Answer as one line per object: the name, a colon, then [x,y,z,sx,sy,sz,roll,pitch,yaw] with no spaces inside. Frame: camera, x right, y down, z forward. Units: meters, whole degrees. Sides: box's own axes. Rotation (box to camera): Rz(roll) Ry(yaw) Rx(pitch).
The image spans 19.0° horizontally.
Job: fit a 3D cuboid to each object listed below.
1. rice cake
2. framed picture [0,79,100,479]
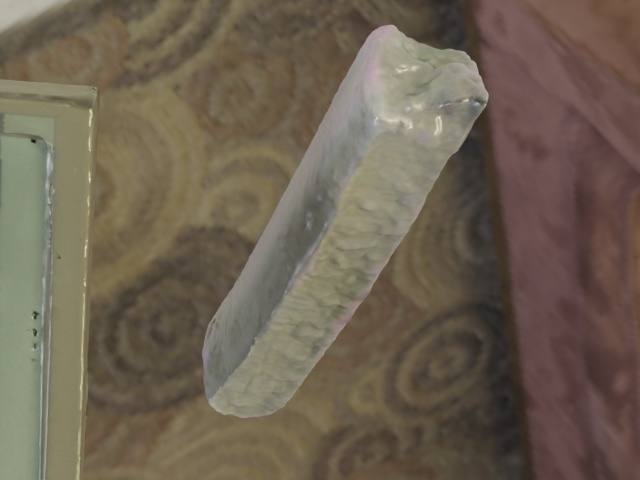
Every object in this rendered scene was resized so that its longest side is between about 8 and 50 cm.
rice cake: [-0.001,0.001,1.141,0.064,0.070,0.399,8,148,-16]
framed picture: [-0.291,0.110,1.050,0.326,0.028,0.446,4,117,-1]
